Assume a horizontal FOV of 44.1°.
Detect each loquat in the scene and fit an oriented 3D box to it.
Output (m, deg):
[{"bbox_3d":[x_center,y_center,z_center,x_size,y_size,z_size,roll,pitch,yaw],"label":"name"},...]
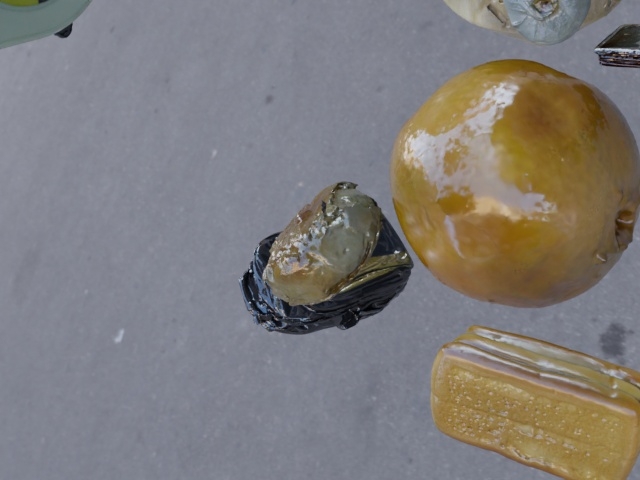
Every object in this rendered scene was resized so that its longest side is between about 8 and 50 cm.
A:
[{"bbox_3d":[0.251,-0.072,1.029,0.328,0.328,0.328,-24,55,40],"label":"loquat"}]

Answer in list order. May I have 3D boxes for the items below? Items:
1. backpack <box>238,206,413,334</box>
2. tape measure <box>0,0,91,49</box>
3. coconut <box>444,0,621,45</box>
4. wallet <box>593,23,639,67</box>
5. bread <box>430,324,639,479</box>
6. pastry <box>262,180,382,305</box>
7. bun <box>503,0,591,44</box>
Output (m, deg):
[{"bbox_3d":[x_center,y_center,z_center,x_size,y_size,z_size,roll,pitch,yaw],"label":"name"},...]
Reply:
[{"bbox_3d":[-0.002,0.052,1.228,0.206,0.258,0.133,57,147,27],"label":"backpack"},{"bbox_3d":[-0.321,-0.351,0.728,0.098,0.215,0.351,30,134,35],"label":"tape measure"},{"bbox_3d":[0.338,-0.470,1.238,0.352,0.352,0.353,-24,55,40],"label":"coconut"},{"bbox_3d":[0.449,-0.222,0.920,0.232,0.031,0.122,13,38,35],"label":"wallet"},{"bbox_3d":[0.204,0.153,0.748,0.200,0.116,0.077,14,41,27],"label":"bread"},{"bbox_3d":[0.002,0.004,0.858,0.153,0.081,0.153,-52,13,17],"label":"pastry"},{"bbox_3d":[0.204,-0.217,0.714,0.083,0.083,0.045,-34,10,34],"label":"bun"}]
